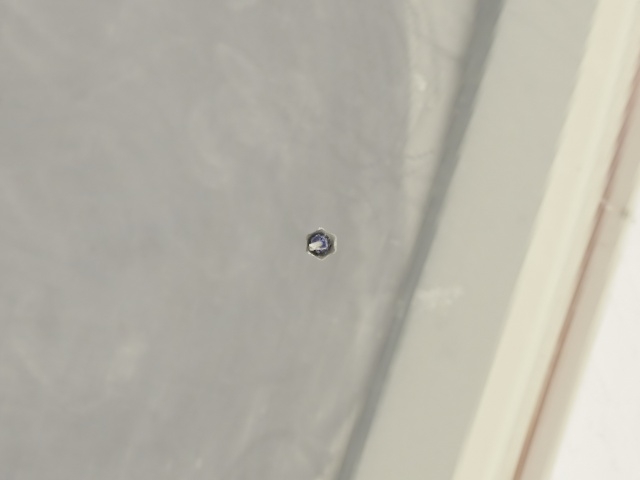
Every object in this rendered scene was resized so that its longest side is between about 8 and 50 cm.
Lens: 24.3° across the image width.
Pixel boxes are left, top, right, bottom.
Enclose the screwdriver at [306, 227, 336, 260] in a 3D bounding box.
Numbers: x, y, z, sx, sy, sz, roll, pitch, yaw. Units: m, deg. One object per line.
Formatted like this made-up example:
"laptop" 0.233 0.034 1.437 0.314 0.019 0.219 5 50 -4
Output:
"screwdriver" 0.000 0.000 1.027 0.025 0.024 0.170 -60 178 -3
